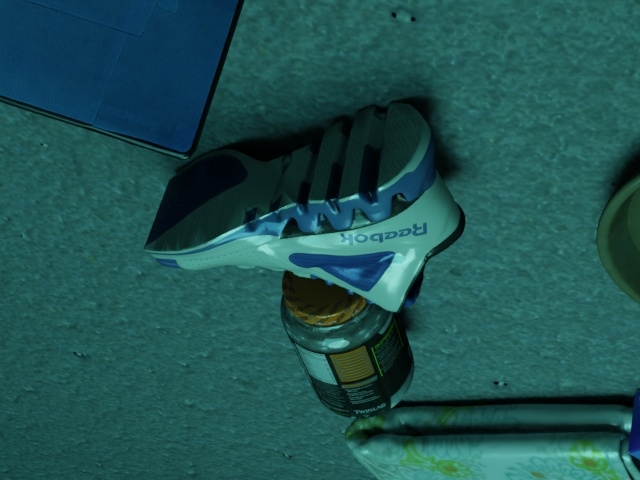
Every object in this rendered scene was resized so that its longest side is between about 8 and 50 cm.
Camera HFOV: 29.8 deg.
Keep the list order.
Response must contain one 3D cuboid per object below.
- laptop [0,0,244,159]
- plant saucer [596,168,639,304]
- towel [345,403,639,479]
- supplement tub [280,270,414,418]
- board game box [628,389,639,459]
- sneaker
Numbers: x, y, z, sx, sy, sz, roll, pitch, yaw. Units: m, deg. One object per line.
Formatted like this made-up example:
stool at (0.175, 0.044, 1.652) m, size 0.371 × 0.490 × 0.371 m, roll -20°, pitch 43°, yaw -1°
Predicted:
laptop at (-0.194, -0.303, 0.652) m, size 0.381 × 0.236 × 0.408 m, roll 18°, pitch 147°, yaw -2°
plant saucer at (0.376, -0.002, 1.019) m, size 0.277 × 0.041 × 0.278 m, roll 12°, pitch 146°, yaw 8°
towel at (0.261, 0.307, 1.488) m, size 0.374 × 0.090 × 0.320 m, roll -7°, pitch 137°, yaw 32°
supplement tub at (0.027, 0.092, 1.244) m, size 0.117 × 0.117 × 0.190 m, roll 4°, pitch 144°, yaw 19°
board game box at (0.534, 0.235, 1.261) m, size 0.347 × 0.078 × 0.233 m, roll 30°, pitch 145°, yaw -20°
sneaker at (0.001, 0.000, 1.110) m, size 0.315 × 0.127 × 0.182 m, roll -12°, pitch 135°, yaw 34°
